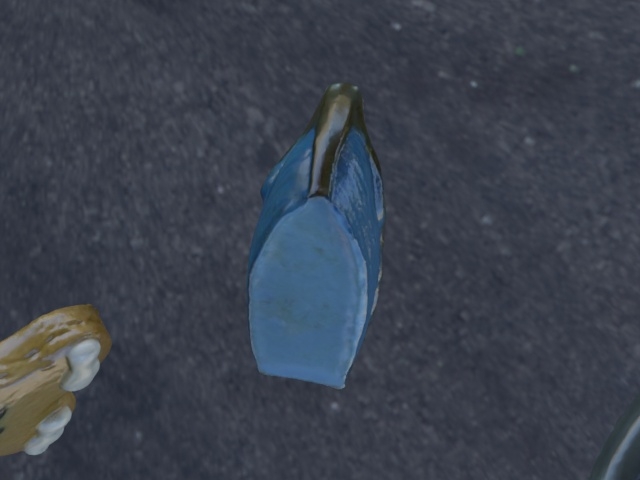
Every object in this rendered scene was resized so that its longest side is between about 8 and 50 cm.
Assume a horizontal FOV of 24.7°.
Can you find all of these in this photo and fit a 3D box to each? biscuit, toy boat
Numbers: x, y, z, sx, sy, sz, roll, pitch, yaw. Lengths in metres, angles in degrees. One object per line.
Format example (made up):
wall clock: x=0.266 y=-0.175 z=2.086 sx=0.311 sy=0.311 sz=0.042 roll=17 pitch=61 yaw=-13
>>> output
biscuit: x=-0.211 y=0.103 z=0.674 sx=0.240 sy=0.158 sz=0.035 roll=-21 pitch=70 yaw=-26
toy boat: x=0.000 y=0.000 z=0.821 sx=0.075 sy=0.077 sz=0.185 roll=8 pitch=134 yaw=5

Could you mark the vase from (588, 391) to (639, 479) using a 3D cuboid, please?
vase: x=0.186 y=0.168 z=0.583 sx=0.301 sy=0.156 sz=0.251 roll=-34 pitch=91 yaw=-7
